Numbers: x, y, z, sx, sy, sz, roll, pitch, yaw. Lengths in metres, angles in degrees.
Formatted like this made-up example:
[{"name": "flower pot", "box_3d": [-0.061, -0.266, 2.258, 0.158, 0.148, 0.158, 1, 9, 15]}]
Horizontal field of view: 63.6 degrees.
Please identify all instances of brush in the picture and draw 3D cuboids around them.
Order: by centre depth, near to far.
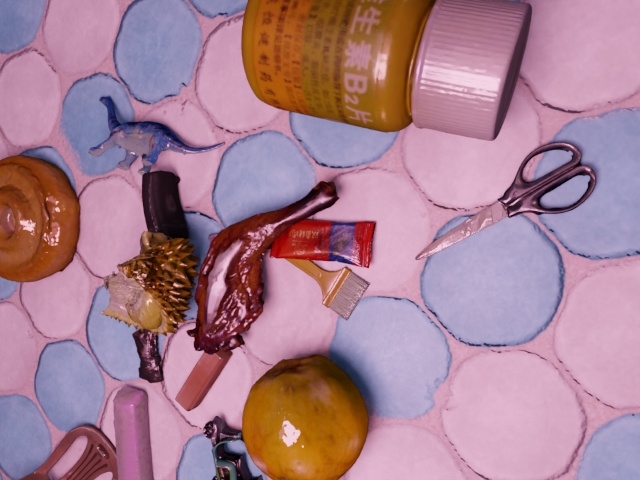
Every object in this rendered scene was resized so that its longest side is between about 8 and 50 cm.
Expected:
[{"name": "brush", "box_3d": [-0.012, 0.056, 0.954, 0.205, 0.011, 0.083, 35, 104, 17]}]

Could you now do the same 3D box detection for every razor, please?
[{"name": "razor", "box_3d": [-0.313, -0.066, 1.028, 0.054, 0.090, 0.147, -13, 85, 21]}]

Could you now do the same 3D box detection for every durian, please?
[{"name": "durian", "box_3d": [-0.312, 0.074, 0.958, 0.167, 0.306, 0.172, 16, 67, -13]}]

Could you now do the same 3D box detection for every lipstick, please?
[{"name": "lipstick", "box_3d": [-0.235, 0.274, 1.038, 0.045, 0.045, 0.145, 39, 107, 18]}]

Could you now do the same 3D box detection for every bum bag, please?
[{"name": "bum bag", "box_3d": [-0.366, 0.242, 1.095, 0.058, 0.034, 0.124, -7, 91, 9]}]

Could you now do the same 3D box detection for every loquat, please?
[{"name": "loquat", "box_3d": [-0.022, 0.326, 0.875, 0.214, 0.213, 0.245, -13, 91, 22]}]

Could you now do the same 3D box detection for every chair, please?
[{"name": "chair", "box_3d": [-0.608, 0.579, 1.134, 0.175, 0.183, 0.326, 46, 109, 13]}]

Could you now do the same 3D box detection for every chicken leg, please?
[{"name": "chicken leg", "box_3d": [-0.126, 0.036, 0.931, 0.158, 0.096, 0.407, 41, 102, 13]}]

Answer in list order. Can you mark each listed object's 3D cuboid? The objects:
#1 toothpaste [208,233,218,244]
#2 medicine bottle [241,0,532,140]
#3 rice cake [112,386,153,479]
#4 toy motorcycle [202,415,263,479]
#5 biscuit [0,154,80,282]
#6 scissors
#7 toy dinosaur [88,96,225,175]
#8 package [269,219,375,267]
[{"name": "toothpaste", "box_3d": [-0.193, 0.070, 1.019, 0.045, 0.028, 0.169, -8, 88, 23]}, {"name": "medicine bottle", "box_3d": [0.094, -0.280, 0.778, 0.385, 0.224, 0.224, 17, 99, 20]}, {"name": "rice cake", "box_3d": [-0.399, 0.498, 1.112, 0.073, 0.056, 0.364, -3, 91, 24]}, {"name": "toy motorcycle", "box_3d": [-0.172, 0.428, 1.016, 0.100, 0.058, 0.173, -14, 89, 15]}, {"name": "biscuit", "box_3d": [-0.685, -0.048, 1.177, 0.297, 0.102, 0.296, 0, 91, 21]}, {"name": "scissors", "box_3d": [0.280, -0.043, 0.824, 0.300, 0.022, 0.109, -33, 77, 21]}, {"name": "toy dinosaur", "box_3d": [-0.363, -0.195, 1.046, 0.329, 0.076, 0.144, 23, 69, 20]}, {"name": "package", "box_3d": [0.000, 0.000, 0.936, 0.201, 0.022, 0.083, 5, 87, 23]}]
